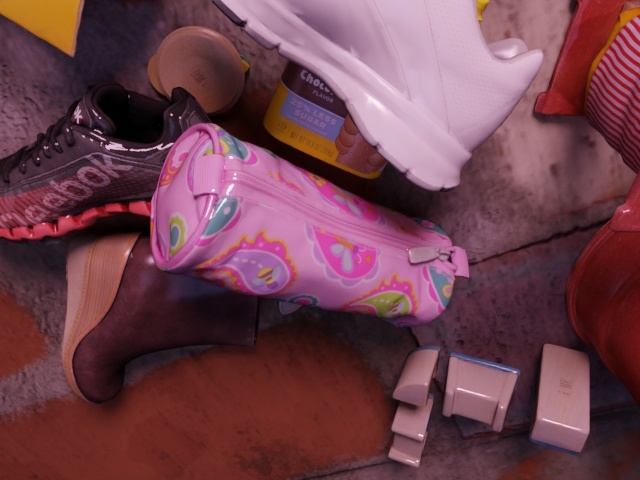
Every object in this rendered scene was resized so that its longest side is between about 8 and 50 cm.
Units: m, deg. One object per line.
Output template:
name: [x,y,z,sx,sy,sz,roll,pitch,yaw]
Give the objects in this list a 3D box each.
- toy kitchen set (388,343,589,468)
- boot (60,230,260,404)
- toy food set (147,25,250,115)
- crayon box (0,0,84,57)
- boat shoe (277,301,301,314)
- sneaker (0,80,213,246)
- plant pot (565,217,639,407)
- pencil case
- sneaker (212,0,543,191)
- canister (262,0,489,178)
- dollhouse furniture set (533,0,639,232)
toy kitchen set: [0.202,0.210,0.684,0.207,0.122,0.166,13,127,19]
boot: [-0.178,0.108,0.628,0.207,0.090,0.248,10,120,-1]
toy food set: [-0.107,-0.149,0.494,0.083,0.020,0.083,37,118,-20]
crayon box: [-0.178,-0.307,0.332,0.202,0.081,0.318,32,121,-2]
boat shoe: [-0.031,0.027,0.598,0.046,0.038,0.125,-22,139,-33]
sneaker: [-0.214,-0.073,0.496,0.276,0.097,0.135,-7,136,6]
plant pot: [0.403,0.117,0.498,0.273,0.265,0.272,2,124,3]
pencil case: [0.000,0.000,0.479,0.284,0.124,0.124,19,126,-35]
sneaker: [0.018,-0.162,0.356,0.297,0.111,0.129,35,111,-25]
canister: [0.037,-0.148,0.456,0.126,0.073,0.170,22,124,-11]
dollhouse furniture set: [0.280,-0.204,0.327,0.152,0.201,0.374,5,125,0]
